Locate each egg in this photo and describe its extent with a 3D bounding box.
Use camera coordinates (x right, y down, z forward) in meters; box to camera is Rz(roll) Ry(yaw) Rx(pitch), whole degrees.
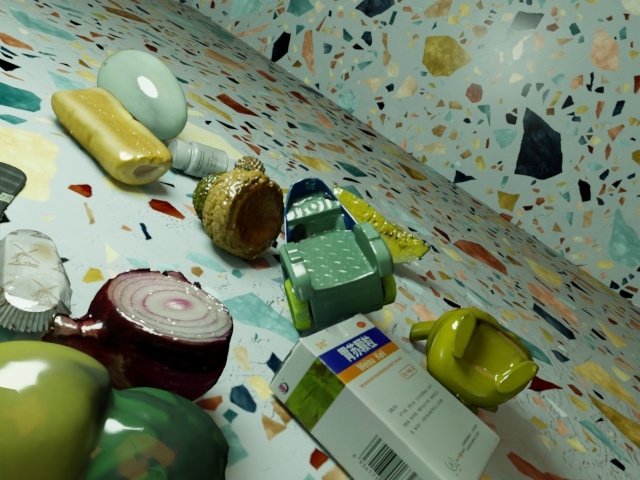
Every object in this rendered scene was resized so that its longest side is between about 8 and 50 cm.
[{"bbox_3d":[-0.426,-0.347,1.287,0.264,0.183,0.183,47,27,19],"label":"egg"}]

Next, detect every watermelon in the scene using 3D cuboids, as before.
[{"bbox_3d":[0.130,-0.026,1.389,0.301,0.129,0.123,35,25,-6],"label":"watermelon"}]

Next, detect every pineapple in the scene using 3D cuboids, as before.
[{"bbox_3d":[-0.176,-0.155,1.309,0.083,0.103,0.221,25,22,-17],"label":"pineapple"}]

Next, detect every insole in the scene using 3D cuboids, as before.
[{"bbox_3d":[-0.512,-0.048,0.788,0.110,0.012,0.309,22,25,-18],"label":"insole"}]

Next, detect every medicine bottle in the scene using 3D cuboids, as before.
[{"bbox_3d":[-0.293,-0.191,1.265,0.130,0.080,0.080,12,29,-37],"label":"medicine bottle"}]

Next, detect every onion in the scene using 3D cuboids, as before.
[{"bbox_3d":[-0.223,0.123,0.635,0.195,0.139,0.218,41,25,32],"label":"onion"}]

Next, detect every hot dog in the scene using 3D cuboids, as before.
[{"bbox_3d":[-0.383,0.049,0.699,0.099,0.053,0.192,12,26,-40],"label":"hot dog"}]

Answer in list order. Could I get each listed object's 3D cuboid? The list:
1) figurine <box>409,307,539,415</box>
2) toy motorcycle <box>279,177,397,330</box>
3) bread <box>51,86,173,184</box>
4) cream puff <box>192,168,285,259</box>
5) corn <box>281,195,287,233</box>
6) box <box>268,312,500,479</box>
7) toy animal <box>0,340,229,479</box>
[{"bbox_3d":[0.275,0.216,0.969,0.218,0.169,0.327,42,6,9],"label":"figurine"},{"bbox_3d":[0.000,0.000,1.014,0.191,0.199,0.326,-16,38,-10],"label":"toy motorcycle"},{"bbox_3d":[-0.442,-0.221,1.122,0.142,0.091,0.305,-25,57,-40],"label":"bread"},{"bbox_3d":[-0.182,-0.064,1.078,0.169,0.183,0.183,18,12,34],"label":"cream puff"},{"bbox_3d":[-0.014,-0.008,1.223,0.280,0.092,0.092,40,24,23],"label":"corn"},{"bbox_3d":[0.099,0.259,0.796,0.299,0.106,0.200,42,23,21],"label":"box"},{"bbox_3d":[-0.228,0.185,0.429,0.338,0.191,0.216,22,24,-21],"label":"toy animal"}]
